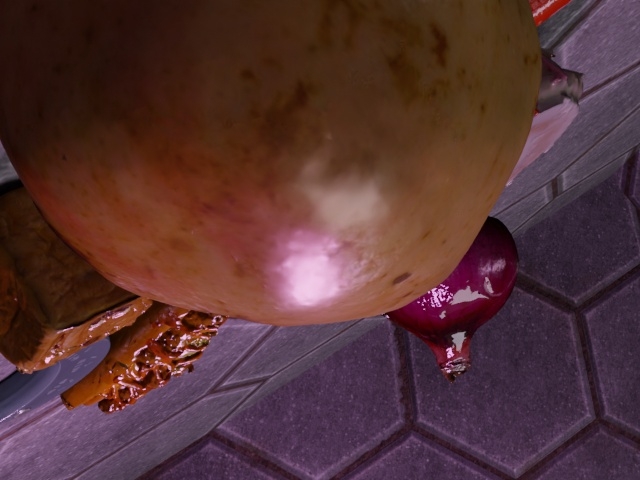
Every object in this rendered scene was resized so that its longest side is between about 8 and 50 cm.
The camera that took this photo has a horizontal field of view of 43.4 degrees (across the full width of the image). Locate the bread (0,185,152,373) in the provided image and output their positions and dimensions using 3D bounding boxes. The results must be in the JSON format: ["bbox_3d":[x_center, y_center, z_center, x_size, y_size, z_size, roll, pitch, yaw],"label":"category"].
[{"bbox_3d":[-0.248,0.029,0.780,0.158,0.143,0.149,-20,167,-47],"label":"bread"}]

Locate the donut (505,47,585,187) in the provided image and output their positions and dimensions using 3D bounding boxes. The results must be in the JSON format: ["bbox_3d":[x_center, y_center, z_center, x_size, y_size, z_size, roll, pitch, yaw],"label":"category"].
[{"bbox_3d":[0.231,-0.157,1.263,0.382,0.142,0.382,-33,166,-9],"label":"donut"}]

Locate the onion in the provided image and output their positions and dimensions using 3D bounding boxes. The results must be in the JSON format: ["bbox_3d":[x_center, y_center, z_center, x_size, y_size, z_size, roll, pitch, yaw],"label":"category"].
[{"bbox_3d":[0.264,0.113,1.723,0.347,0.385,0.348,-10,179,0],"label":"onion"}]

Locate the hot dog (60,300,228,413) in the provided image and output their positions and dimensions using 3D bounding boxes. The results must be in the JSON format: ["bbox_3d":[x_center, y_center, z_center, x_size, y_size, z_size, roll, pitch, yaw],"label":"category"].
[{"bbox_3d":[-0.255,0.165,1.268,0.349,0.117,0.158,-39,166,15],"label":"hot dog"}]

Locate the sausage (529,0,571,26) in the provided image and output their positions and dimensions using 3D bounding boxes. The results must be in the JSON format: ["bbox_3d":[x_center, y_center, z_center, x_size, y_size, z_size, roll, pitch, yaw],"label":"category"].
[{"bbox_3d":[0.236,-0.284,0.993,0.274,0.074,0.074,-36,166,8],"label":"sausage"}]

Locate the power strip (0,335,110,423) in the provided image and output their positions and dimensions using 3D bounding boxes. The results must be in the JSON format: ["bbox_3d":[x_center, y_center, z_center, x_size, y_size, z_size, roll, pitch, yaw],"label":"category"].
[{"bbox_3d":[-0.388,0.181,1.147,0.167,0.054,0.253,-19,158,-46],"label":"power strip"}]

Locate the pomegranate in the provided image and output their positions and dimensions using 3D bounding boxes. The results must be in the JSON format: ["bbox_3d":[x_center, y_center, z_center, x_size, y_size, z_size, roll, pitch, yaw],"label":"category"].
[{"bbox_3d":[-0.037,-0.116,0.507,0.342,0.342,0.342,-32,166,-9],"label":"pomegranate"}]
